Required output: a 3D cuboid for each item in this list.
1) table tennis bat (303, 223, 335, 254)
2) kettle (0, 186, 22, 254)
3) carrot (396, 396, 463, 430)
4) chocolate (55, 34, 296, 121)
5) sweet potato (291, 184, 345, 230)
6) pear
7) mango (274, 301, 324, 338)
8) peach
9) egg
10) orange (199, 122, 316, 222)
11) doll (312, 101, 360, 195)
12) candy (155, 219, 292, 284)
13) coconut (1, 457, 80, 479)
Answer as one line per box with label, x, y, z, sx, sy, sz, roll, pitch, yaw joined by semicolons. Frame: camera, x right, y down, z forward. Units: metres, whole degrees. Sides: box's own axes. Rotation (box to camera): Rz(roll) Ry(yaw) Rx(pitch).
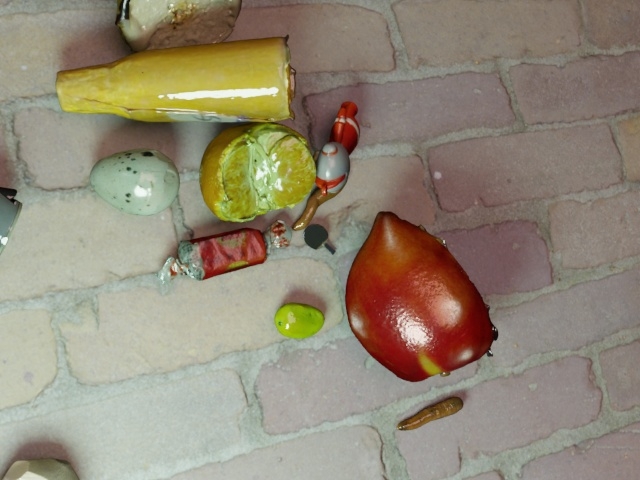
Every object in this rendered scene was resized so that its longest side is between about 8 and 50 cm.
table tennis bat;0.000;0.000;1.828;0.083;0.007;0.050;42;93;-21
kettle;-0.655;-0.035;1.496;0.243;0.160;0.210;27;89;-23
carrot;0.231;0.366;1.851;0.165;0.036;0.035;-16;86;-23
chocolate;-0.268;-0.287;1.660;0.446;0.162;0.162;-5;81;0
sweet potato;0.000;-0.087;1.839;0.044;0.044;0.179;48;64;-8
pear;-0.304;-0.482;1.720;0.267;0.266;0.178;-22;58;-25
mango;-0.041;0.160;1.761;0.108;0.056;0.073;-2;86;-26
peach;0.165;0.127;1.743;0.201;0.258;0.361;-34;97;-31
egg;-0.345;-0.114;1.643;0.164;0.131;0.131;12;75;-18
orange;-0.135;-0.141;1.714;0.237;0.158;0.179;-23;127;-28
doll;0.034;-0.178;1.805;0.076;0.142;0.245;9;49;16
candy;-0.186;0.023;1.724;0.292;0.059;0.086;-14;89;-25
coconut;-0.467;0.442;1.465;0.161;0.161;0.162;32;77;-15
